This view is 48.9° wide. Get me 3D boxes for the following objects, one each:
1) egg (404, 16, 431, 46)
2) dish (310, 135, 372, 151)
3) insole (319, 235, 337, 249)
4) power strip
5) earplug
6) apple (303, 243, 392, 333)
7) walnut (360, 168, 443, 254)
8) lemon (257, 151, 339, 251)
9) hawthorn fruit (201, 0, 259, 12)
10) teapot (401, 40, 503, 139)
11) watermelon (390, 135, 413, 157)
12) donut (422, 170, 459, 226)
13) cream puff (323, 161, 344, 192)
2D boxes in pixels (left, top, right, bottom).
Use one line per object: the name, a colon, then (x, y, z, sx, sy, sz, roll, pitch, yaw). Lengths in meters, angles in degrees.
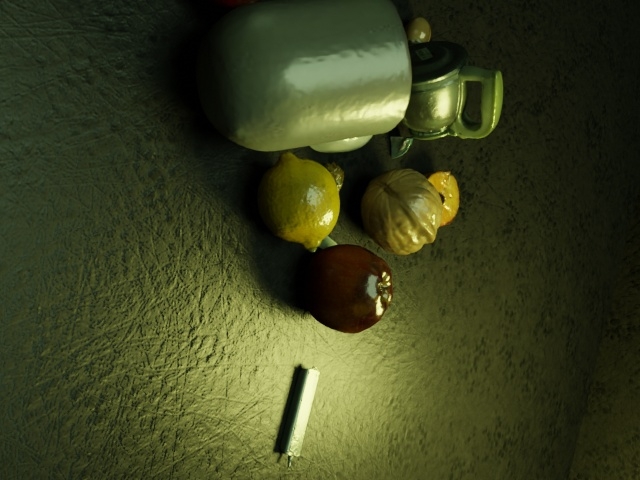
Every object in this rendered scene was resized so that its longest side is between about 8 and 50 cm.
egg: (0.277, -0.593, 2.007, 0.080, 0.080, 0.096, 32, 72, -45)
dish: (0.062, -0.338, 1.759, 0.256, 0.117, 0.256, -6, 97, -49)
insole: (0.000, 0.000, 1.804, 0.152, 0.002, 0.053, 37, 66, -44)
power strip: (-0.052, 0.440, 1.767, 0.060, 0.027, 0.253, 27, 73, -48)
earplug: (-0.052, -0.346, 1.450, 0.394, 0.312, 0.313, -14, 105, -26)
apple: (0.075, 0.120, 1.745, 0.230, 0.230, 0.230, -6, 98, -48)
walnut: (0.222, -0.075, 1.897, 0.261, 0.225, 0.225, 43, 62, -47)
lemon: (-0.050, -0.089, 1.605, 0.187, 0.186, 0.244, -42, 123, -38)
hawthorn fruit: (-0.200, -0.545, 1.426, 0.194, 0.157, 0.157, 4, 90, -29)
teapot: (0.338, -0.405, 1.932, 0.239, 0.321, 0.239, -75, 154, -48)
watermelon: (0.227, -0.280, 2.000, 0.061, 0.085, 0.085, 30, 67, -9)
donut: (0.337, -0.124, 2.126, 0.190, 0.074, 0.174, -32, 118, -38)
cream puff: (0.033, -0.154, 1.785, 0.083, 0.058, 0.083, 54, 54, -39)
